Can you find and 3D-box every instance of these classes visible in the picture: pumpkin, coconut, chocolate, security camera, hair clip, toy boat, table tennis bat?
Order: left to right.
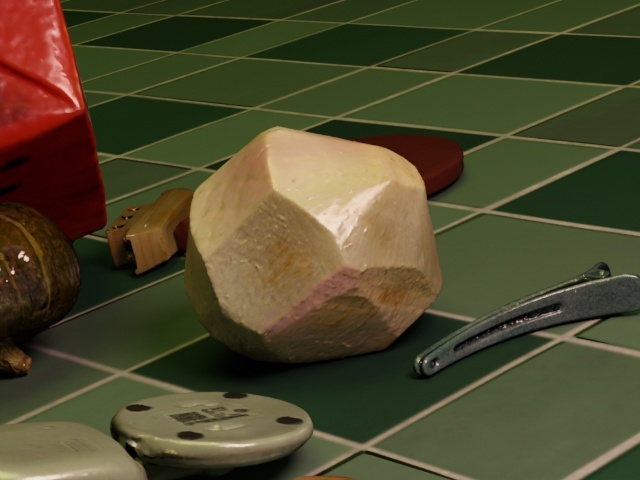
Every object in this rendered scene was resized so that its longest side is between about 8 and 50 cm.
[{"bbox_3d":[-0.386,-0.076,1.704,0.341,0.161,0.360,-23,-17,-11],"label":"chocolate"},{"bbox_3d":[-0.325,0.060,1.617,0.219,0.162,0.219,-29,1,1],"label":"pumpkin"},{"bbox_3d":[-0.145,0.172,1.295,0.301,0.080,0.157,-8,12,-32],"label":"security camera"},{"bbox_3d":[-0.188,-0.015,1.928,0.077,0.057,0.200,-11,16,16],"label":"toy boat"},{"bbox_3d":[-0.004,-0.062,2.000,0.268,0.051,0.415,6,21,41],"label":"table tennis bat"},{"bbox_3d":[0.000,0.000,1.539,0.237,0.237,0.197,-12,49,-9],"label":"coconut"},{"bbox_3d":[0.178,0.075,1.511,0.229,0.039,0.070,-21,20,-19],"label":"hair clip"}]

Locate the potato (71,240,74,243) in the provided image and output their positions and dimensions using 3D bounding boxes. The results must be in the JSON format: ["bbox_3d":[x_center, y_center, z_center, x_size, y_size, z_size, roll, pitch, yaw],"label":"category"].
[{"bbox_3d":[-0.391,0.024,1.902,0.261,0.100,0.120,8,59,8],"label":"potato"}]

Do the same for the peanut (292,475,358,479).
[{"bbox_3d":[0.016,0.202,1.117,0.076,0.076,0.152,-14,23,-14],"label":"peanut"}]
